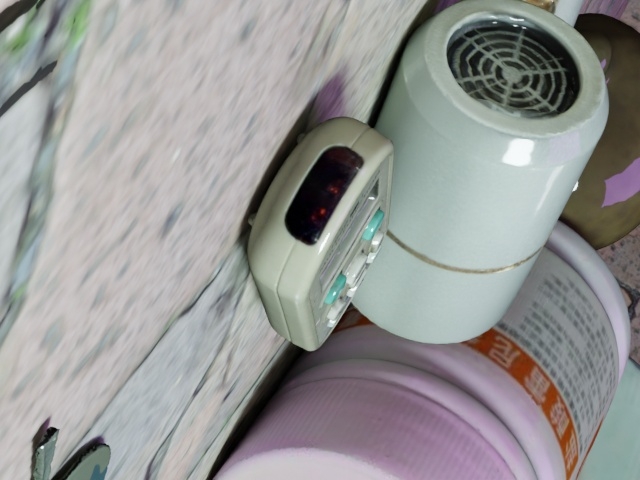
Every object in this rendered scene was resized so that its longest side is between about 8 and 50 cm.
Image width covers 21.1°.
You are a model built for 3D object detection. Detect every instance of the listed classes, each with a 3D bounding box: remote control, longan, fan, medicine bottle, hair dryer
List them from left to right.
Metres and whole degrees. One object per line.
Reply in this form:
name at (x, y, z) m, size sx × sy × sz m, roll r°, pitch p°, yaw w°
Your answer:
fan at (-0.103, 0.108, 0.611) m, size 0.113 × 0.005 × 0.175 m, roll -55°, pitch 172°, yaw -35°
remote control at (0.000, 0.000, 0.765) m, size 0.078 × 0.042 × 0.221 m, roll -58°, pitch 172°, yaw -9°
medicine bottle at (0.073, 0.127, 1.142) m, size 0.316 × 0.202 × 0.202 m, roll -53°, pitch 170°, yaw -51°
hair dryer at (0.114, -0.124, 0.958) m, size 0.173 × 0.107 × 0.357 m, roll 112°, pitch 1°, yaw -51°
longan at (0.186, -0.083, 1.268) m, size 0.204 × 0.159 × 0.185 m, roll 85°, pitch 22°, yaw -59°

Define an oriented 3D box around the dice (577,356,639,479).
dice at (0.130, 0.209, 1.479) m, size 0.268 × 0.264 × 0.262 m, roll -66°, pitch -175°, yaw -20°
